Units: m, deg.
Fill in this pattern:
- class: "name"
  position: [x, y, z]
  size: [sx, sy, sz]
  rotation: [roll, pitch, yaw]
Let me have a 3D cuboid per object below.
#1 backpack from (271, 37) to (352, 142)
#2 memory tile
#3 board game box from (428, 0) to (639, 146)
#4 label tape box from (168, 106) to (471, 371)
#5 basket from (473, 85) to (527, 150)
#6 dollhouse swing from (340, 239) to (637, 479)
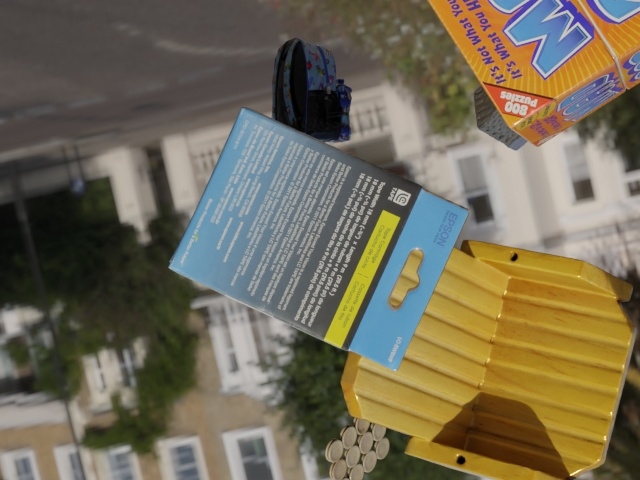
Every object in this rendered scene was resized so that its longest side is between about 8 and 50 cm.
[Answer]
- class: "backpack"
  position: [-0.018, -0.251, 2.189]
  size: [0.117, 0.173, 0.158]
  rotation: [-1, 180, -22]
- class: "memory tile"
  position: [0.059, 0.330, 2.058]
  size: [0.012, 0.113, 0.148]
  rotation: [12, -144, 37]
- class: "board game box"
  position: [0.373, -0.400, 2.015]
  size: [0.356, 0.356, 0.356]
  rotation: [-34, 171, 13]
- class: "label tape box"
  position: [0.000, 0.000, 1.745]
  size: [0.333, 0.241, 0.106]
  rotation: [25, 179, 5]
- class: "basket"
  position: [0.377, -0.270, 2.467]
  size: [0.103, 0.113, 0.167]
  rotation: [19, 138, -25]
- class: "dollhouse swing"
  position: [0.255, 0.167, 1.914]
  size: [0.315, 0.347, 0.305]
  rotation: [11, 168, 30]
